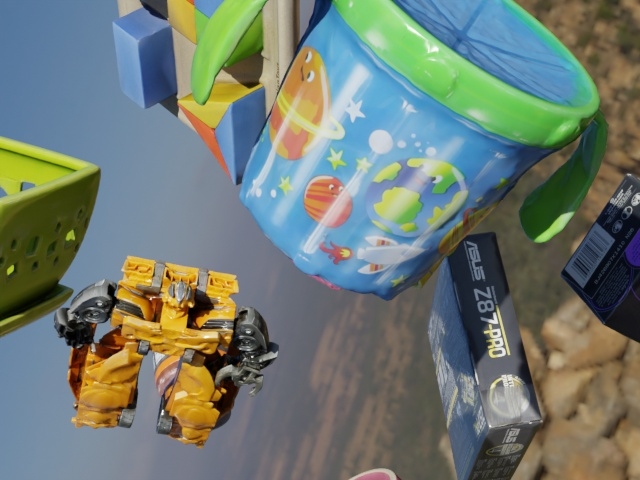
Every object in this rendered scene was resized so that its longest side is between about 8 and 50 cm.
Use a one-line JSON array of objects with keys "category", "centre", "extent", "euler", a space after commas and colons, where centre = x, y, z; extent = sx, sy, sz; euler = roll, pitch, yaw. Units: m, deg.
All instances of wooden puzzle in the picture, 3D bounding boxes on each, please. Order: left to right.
[{"category": "wooden puzzle", "centre": [-0.138, -0.216, 1.361], "extent": [0.080, 0.348, 0.322], "euler": [-28, -39, -25]}]

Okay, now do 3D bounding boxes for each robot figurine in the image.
[{"category": "robot figurine", "centre": [-0.158, 0.110, 1.323], "extent": [0.291, 0.211, 0.085], "euler": [114, 164, -54]}]

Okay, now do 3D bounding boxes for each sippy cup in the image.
[{"category": "sippy cup", "centre": [0.059, -0.085, 1.049], "extent": [0.224, 0.305, 0.240], "euler": [-56, -5, 26]}]

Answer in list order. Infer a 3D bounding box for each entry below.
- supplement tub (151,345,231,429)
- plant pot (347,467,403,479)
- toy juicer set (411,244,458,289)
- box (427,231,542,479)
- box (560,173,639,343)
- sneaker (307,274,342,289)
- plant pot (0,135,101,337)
[{"category": "supplement tub", "centre": [-0.158, 0.141, 1.692], "extent": [0.106, 0.106, 0.198], "euler": [114, 152, -44]}, {"category": "plant pot", "centre": [0.086, 0.393, 1.682], "extent": [0.201, 0.180, 0.201], "euler": [-32, 15, 9]}, {"category": "toy juicer set", "centre": [0.060, -0.076, 1.874], "extent": [0.089, 0.329, 0.209], "euler": [-41, 0, -17]}, {"category": "box", "centre": [0.256, 0.210, 2.206], "extent": [0.395, 0.097, 0.318], "euler": [91, 172, -64]}, {"category": "box", "centre": [0.467, 0.059, 1.689], "extent": [0.165, 0.270, 0.143], "euler": [-57, 24, 14]}, {"category": "sneaker", "centre": [0.000, 0.000, 1.542], "extent": [0.075, 0.063, 0.170], "euler": [-48, 30, -7]}, {"category": "plant pot", "centre": [-0.429, -0.001, 1.664], "extent": [0.228, 0.227, 0.207], "euler": [-30, -47, -62]}]
